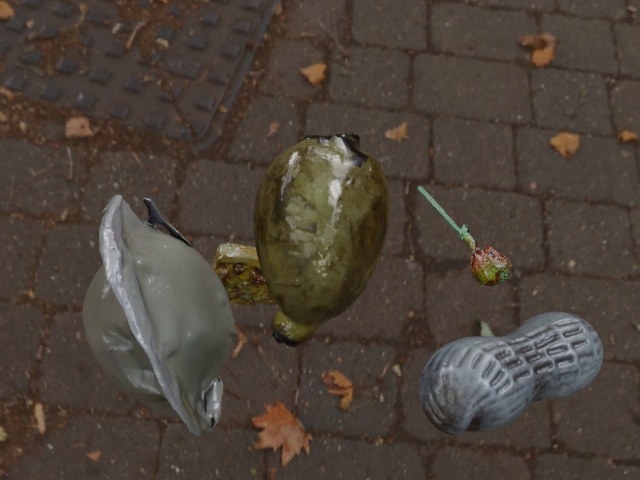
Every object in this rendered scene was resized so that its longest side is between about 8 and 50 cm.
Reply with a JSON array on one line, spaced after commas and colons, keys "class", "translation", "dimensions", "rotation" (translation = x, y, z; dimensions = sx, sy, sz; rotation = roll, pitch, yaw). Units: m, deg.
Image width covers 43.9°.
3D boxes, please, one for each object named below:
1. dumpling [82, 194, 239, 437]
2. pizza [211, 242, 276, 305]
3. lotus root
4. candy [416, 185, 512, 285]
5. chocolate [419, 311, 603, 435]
[{"class": "dumpling", "translation": [-0.197, 0.097, 0.887], "dimensions": [0.163, 0.293, 0.204], "rotation": [-13, 18, 26]}, {"class": "pizza", "translation": [-0.113, 0.065, 1.185], "dimensions": [0.134, 0.175, 0.046], "rotation": [-31, 52, 28]}, {"class": "lotus root", "translation": [0.000, 0.000, 0.769], "dimensions": [0.138, 0.138, 0.214], "rotation": [9, 100, 3]}, {"class": "candy", "translation": [0.218, -0.010, 1.240], "dimensions": [0.060, 0.060, 0.201], "rotation": [-36, 79, -21]}, {"class": "chocolate", "translation": [0.147, 0.100, 0.611], "dimensions": [0.167, 0.072, 0.072], "rotation": [-15, 60, -24]}]
